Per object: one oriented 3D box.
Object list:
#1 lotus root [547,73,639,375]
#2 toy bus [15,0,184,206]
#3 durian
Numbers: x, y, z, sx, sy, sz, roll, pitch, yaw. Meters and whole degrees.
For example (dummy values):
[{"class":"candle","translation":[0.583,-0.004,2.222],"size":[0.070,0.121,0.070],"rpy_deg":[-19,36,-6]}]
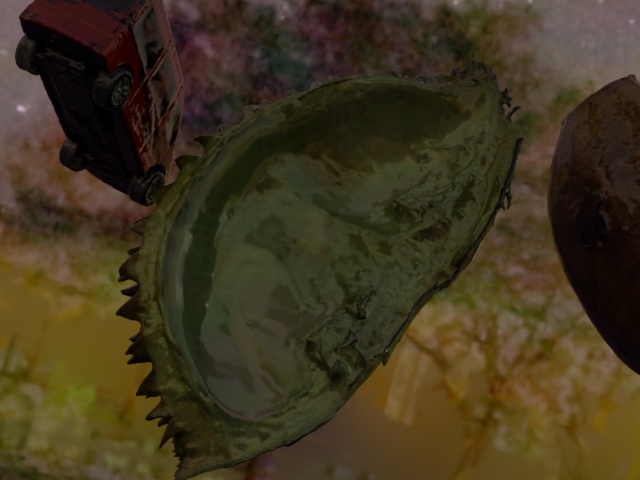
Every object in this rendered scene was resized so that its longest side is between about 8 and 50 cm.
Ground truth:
[{"class":"lotus root","translation":[0.312,-0.011,1.095],"size":[0.193,0.290,0.193],"rpy_deg":[-19,2,1]},{"class":"toy bus","translation":[-0.150,-0.109,0.842],"size":[0.081,0.089,0.195],"rpy_deg":[26,-26,18]},{"class":"durian","translation":[-0.005,-0.008,0.850],"size":[0.198,0.394,0.163],"rpy_deg":[28,-24,52]}]
